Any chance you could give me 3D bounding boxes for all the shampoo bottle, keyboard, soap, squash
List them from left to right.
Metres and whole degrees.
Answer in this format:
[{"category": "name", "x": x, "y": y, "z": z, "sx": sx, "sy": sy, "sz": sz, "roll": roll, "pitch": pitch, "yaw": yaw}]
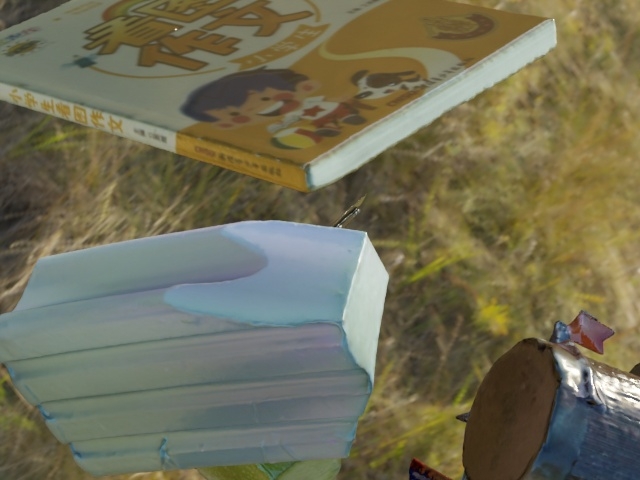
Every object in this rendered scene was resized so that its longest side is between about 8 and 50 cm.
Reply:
[{"category": "soap", "x": -0.101, "y": 0.096, "z": 1.180, "sx": 0.208, "sy": 0.347, "sz": 0.115, "roll": 60, "pitch": 35, "yaw": -34}, {"category": "squash", "x": -0.060, "y": 0.255, "z": 1.624, "sx": 0.170, "sy": 0.170, "sz": 0.123, "roll": -14, "pitch": 48, "yaw": -38}, {"category": "keyboard", "x": 0.001, "y": 0.001, "z": 1.307, "sx": 0.015, "sy": 0.074, "sz": 0.196, "roll": 49, "pitch": 20, "yaw": -1}, {"category": "shampoo bottle", "x": 0.221, "y": 0.130, "z": 0.618, "sx": 0.323, "sy": 0.084, "sz": 0.129, "roll": 23, "pitch": 67, "yaw": -18}]

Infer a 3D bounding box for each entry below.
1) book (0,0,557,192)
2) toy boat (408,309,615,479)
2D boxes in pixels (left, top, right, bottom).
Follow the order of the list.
[{"category": "book", "x": -0.048, "y": -0.105, "z": 0.753, "sx": 0.208, "sy": 0.295, "sz": 0.020, "roll": -34, "pitch": 129, "yaw": -39}, {"category": "toy boat", "x": 0.247, "y": 0.241, "z": 1.520, "sx": 0.219, "sy": 0.318, "sz": 0.072, "roll": 47, "pitch": -4, "yaw": 39}]
